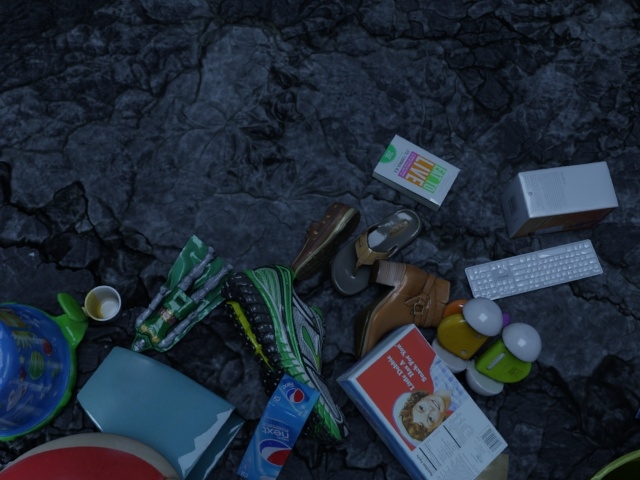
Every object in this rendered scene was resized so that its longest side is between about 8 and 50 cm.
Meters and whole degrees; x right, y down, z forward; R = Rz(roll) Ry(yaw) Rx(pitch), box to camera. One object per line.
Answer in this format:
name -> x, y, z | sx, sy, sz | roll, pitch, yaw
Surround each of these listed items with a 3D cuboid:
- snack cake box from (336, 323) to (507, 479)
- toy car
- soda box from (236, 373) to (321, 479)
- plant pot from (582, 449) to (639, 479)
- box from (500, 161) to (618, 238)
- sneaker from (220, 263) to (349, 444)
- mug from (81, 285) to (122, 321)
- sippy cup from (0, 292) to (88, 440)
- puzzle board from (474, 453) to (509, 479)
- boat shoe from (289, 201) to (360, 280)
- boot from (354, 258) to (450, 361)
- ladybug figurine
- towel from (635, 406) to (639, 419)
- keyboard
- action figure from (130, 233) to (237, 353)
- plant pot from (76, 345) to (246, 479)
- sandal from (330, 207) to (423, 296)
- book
snack cake box -> 0.169, 0.291, 1.363 | 0.152, 0.089, 0.264 | -37, 90, -18
toy car -> 0.293, 0.172, 1.431 | 0.182, 0.159, 0.136 | 33, 34, -3
soda box -> -0.071, 0.317, 1.319 | 0.067, 0.210, 0.071 | 27, 39, 5
plant pot -> 0.473, 0.506, 1.219 | 0.366, 0.353, 0.367 | 1, 73, -3
box -> 0.442, -0.073, 1.509 | 0.170, 0.130, 0.091 | -7, 73, -5
sneaker -> -0.032, 0.193, 1.402 | 0.146, 0.134, 0.344 | -23, 85, -31
mug -> -0.388, 0.116, 1.437 | 0.078, 0.064, 0.062 | 16, 73, 2
sippy cup -> -0.540, 0.203, 1.308 | 0.240, 0.224, 0.306 | 20, 77, 5
puzzle board -> 0.275, 0.431, 1.409 | 0.096, 0.011, 0.128 | 9, 72, 1
boat shoe -> 0.000, 0.000, 1.500 | 0.060, 0.064, 0.178 | 32, 69, 25
boot -> 0.149, 0.141, 1.461 | 0.152, 0.073, 0.197 | 17, 90, -16
ladybug figurine -> -0.390, 0.460, 1.200 | 0.449, 0.162, 0.305 | -34, 83, 17
towel -> 0.768, 0.317, 1.459 | 0.336, 0.040, 0.243 | 34, 73, 7
keyboard -> 0.403, 0.058, 1.528 | 0.255, 0.014, 0.072 | -13, 74, -7
action figure -> -0.255, 0.116, 1.450 | 0.137, 0.063, 0.232 | 40, 79, 5
plant pot -> -0.273, 0.292, 1.345 | 0.234, 0.165, 0.166 | 32, 74, 12
sandal -> 0.106, 0.014, 1.499 | 0.219, 0.060, 0.090 | -37, 78, -13
book -> 0.186, -0.131, 1.566 | 0.144, 0.035, 0.096 | 29, 70, 7
